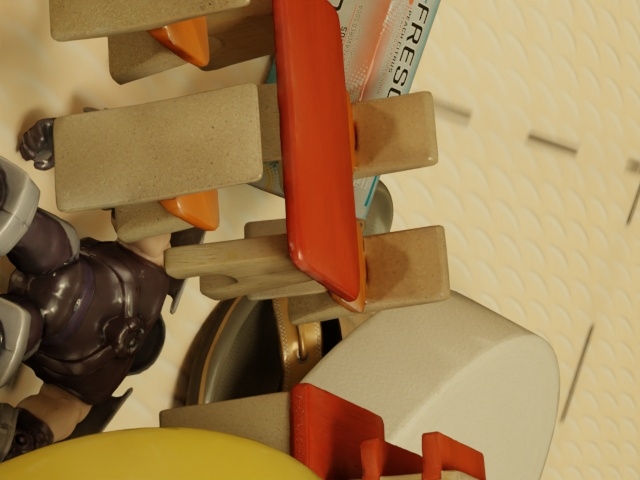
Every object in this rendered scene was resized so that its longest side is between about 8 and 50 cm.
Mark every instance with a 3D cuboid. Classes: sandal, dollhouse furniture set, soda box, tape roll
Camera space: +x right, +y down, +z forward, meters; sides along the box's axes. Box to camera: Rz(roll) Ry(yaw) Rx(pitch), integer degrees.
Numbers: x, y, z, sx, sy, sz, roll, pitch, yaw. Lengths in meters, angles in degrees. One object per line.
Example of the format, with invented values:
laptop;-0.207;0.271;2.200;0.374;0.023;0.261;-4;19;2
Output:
sandal;-0.009;0.052;1.146;0.219;0.060;0.090;-52;145;-27
dollhouse furniture set;0.000;0.000;0.900;0.262;0.135;0.259;33;51;-65
soda box;0.017;-0.107;1.090;0.058;0.063;0.183;16;94;-62
tape roll;0.018;0.215;1.216;0.392;0.072;0.392;-46;153;-32

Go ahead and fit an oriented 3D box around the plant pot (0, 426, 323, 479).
plant pot;-0.053;0.239;0.721;0.254;0.239;0.254;-15;132;-18

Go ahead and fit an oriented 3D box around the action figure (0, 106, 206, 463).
action figure;-0.133;0.019;0.896;0.285;0.099;0.185;44;62;-73
